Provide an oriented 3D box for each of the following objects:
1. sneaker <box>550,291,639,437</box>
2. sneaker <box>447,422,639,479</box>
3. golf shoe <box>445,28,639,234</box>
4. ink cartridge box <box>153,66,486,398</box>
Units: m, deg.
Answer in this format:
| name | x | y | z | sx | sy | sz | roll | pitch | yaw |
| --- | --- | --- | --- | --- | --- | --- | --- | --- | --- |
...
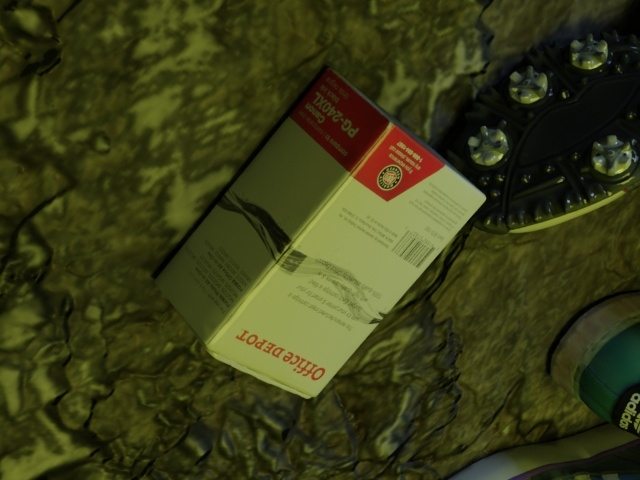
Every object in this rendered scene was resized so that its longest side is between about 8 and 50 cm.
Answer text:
| name | x | y | z | sx | sy | sz | roll | pitch | yaw |
| --- | --- | --- | --- | --- | --- | --- | --- | --- | --- |
| sneaker | 0.317 | 0.088 | 1.133 | 0.302 | 0.121 | 0.108 | -15 | 134 | -34 |
| sneaker | 0.218 | 0.265 | 1.108 | 0.323 | 0.236 | 0.130 | -16 | 134 | -33 |
| golf shoe | 0.194 | -0.075 | 0.886 | 0.273 | 0.105 | 0.120 | -35 | 149 | -12 |
| ink cartridge box | 0.000 | 0.000 | 0.802 | 0.150 | 0.063 | 0.109 | -49 | 143 | 6 |
